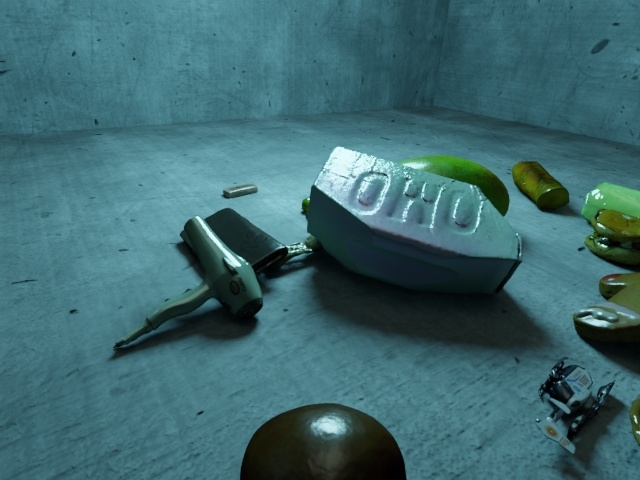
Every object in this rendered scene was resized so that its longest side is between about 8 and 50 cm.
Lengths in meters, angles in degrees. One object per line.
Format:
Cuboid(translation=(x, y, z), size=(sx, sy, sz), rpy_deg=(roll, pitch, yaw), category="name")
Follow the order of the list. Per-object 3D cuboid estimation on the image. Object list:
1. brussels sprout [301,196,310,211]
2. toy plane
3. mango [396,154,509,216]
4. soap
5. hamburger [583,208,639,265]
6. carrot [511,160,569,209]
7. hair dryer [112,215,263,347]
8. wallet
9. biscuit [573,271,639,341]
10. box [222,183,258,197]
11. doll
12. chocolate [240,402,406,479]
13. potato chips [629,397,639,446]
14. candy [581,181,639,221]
Cuboid(translation=(-0.017, -0.109, 1.277), size=(0.083, 0.046, 0.051), rpy_deg=(5, 69, -9), category="brussels sprout")
Cuboid(translation=(0.367, 0.234, 0.612), size=(0.197, 0.053, 0.078), rpy_deg=(-16, 41, -41), category="toy plane")
Cuboid(translation=(0.343, -0.139, 1.164), size=(0.381, 0.201, 0.225), rpy_deg=(9, 33, -12), category="mango")
Cuboid(translation=(0.197, -0.035, 0.922), size=(0.445, 0.156, 0.261), rpy_deg=(19, 48, 9), category="soap")
Cuboid(translation=(0.784, -0.004, 1.082), size=(0.185, 0.114, 0.177), rpy_deg=(-8, 33, -3), category="hamburger")
Cuboid(translation=(0.769, -0.199, 1.469), size=(0.114, 0.114, 0.302), rpy_deg=(4, 30, 3), category="carrot")
Cuboid(translation=(-0.260, 0.062, 0.783), size=(0.267, 0.092, 0.229), rpy_deg=(-10, 61, -22), category="hair dryer")
Cuboid(translation=(-0.218, 0.005, 0.980), size=(0.165, 0.042, 0.309), rpy_deg=(-30, 37, -22), category="wallet")
Cuboid(translation=(0.687, 0.091, 0.804), size=(0.431, 0.064, 0.283), rpy_deg=(-21, 10, -32), category="biscuit")
Cuboid(translation=(-0.270, -0.170, 1.397), size=(0.115, 0.025, 0.048), rpy_deg=(-18, 34, -37), category="box")
Cuboid(translation=(0.012, 0.003, 1.017), size=(0.202, 0.091, 0.286), rpy_deg=(4, 23, 32), category="doll")
Cuboid(translation=(-0.005, 0.244, 0.436), size=(0.176, 0.177, 0.177), rpy_deg=(2, 26, -1), category="chocolate")
Cuboid(translation=(0.486, 0.286, 0.504), size=(0.195, 0.062, 0.208), rpy_deg=(-10, 27, -35), category="potato chips")
Cuboid(translation=(0.945, -0.066, 1.187), size=(0.142, 0.132, 0.343), rpy_deg=(1, 21, -42), category="candy")
